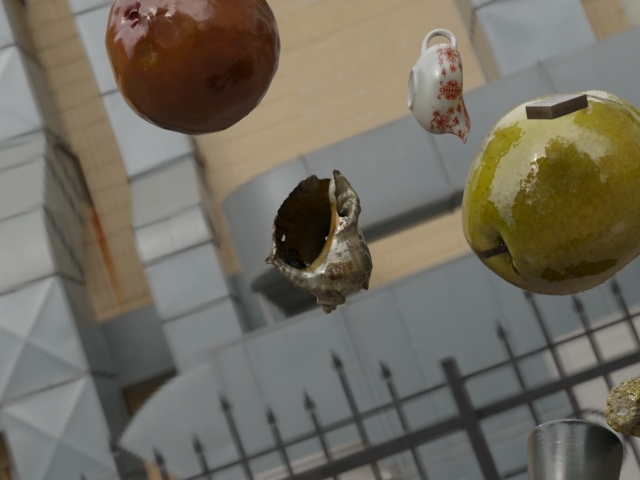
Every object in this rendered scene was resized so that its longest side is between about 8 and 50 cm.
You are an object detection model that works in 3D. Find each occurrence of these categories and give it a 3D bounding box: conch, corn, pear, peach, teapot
[{"bbox_3d":[0.000,0.000,2.119,0.178,0.245,0.163,6,-2,-39],"label":"conch"},{"bbox_3d":[0.613,0.294,2.260,0.130,0.130,0.347,-27,-17,34],"label":"corn"},{"bbox_3d":[0.443,-0.089,2.245,0.418,0.362,0.362,-42,2,-32],"label":"pear"},{"bbox_3d":[-0.254,-0.376,2.420,0.343,0.342,0.302,-24,-33,22],"label":"peach"},{"bbox_3d":[0.212,-0.281,2.246,0.116,0.245,0.159,1,-24,8],"label":"teapot"}]

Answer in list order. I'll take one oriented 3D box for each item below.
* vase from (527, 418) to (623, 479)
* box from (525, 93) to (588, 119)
[{"bbox_3d":[0.442,0.492,2.219,0.173,0.321,0.173,8,-36,6],"label":"vase"},{"bbox_3d":[0.356,-0.202,1.897,0.083,0.024,0.053,-19,16,-37],"label":"box"}]
